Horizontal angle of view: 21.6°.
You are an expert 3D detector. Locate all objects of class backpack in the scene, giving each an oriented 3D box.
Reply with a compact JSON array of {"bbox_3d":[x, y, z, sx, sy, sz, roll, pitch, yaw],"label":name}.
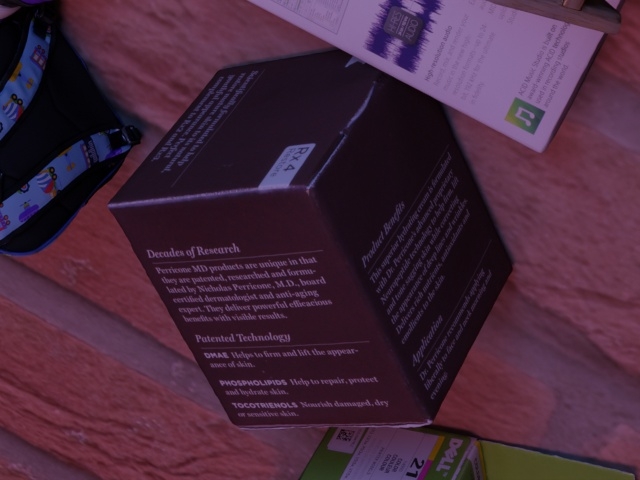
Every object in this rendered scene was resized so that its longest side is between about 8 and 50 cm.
[{"bbox_3d":[-0.237,-0.069,1.215,0.117,0.173,0.158,-11,123,38],"label":"backpack"}]

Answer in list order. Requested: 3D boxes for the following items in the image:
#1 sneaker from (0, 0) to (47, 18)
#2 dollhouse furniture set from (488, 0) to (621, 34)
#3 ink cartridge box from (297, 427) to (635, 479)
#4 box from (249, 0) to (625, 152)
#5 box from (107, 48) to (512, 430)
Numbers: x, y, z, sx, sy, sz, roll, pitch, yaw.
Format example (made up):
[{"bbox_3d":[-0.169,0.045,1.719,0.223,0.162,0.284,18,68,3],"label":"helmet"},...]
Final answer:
[{"bbox_3d":[-0.216,-0.282,1.072,0.146,0.102,0.293,-6,130,30],"label":"sneaker"},{"bbox_3d":[0.114,-0.206,0.757,0.161,0.242,0.212,9,118,-29],"label":"dollhouse furniture set"},{"bbox_3d":[0.124,0.253,1.349,0.255,0.097,0.189,8,132,26],"label":"ink cartridge box"},{"bbox_3d":[0.040,-0.215,1.002,0.322,0.058,0.232,28,137,5],"label":"box"},{"bbox_3d":[0.000,0.000,1.137,0.167,0.168,0.203,-5,125,35],"label":"box"}]
